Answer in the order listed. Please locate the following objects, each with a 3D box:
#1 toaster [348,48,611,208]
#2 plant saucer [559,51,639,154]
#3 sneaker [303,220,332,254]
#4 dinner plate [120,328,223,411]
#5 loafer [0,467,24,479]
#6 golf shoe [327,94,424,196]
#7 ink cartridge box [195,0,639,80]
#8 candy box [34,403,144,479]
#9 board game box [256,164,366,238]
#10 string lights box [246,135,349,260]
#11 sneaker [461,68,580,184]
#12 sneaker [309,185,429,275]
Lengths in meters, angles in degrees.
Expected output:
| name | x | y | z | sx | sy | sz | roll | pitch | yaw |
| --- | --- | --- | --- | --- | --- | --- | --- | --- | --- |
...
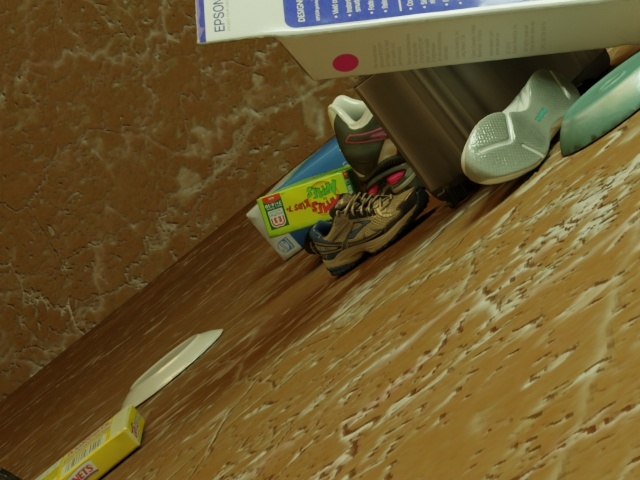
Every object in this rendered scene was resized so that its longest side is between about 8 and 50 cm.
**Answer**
| name | x | y | z | sx | sy | sz | roll | pitch | yaw |
| --- | --- | --- | --- | --- | --- | --- | --- | --- | --- |
| toaster | 0.124 | -0.139 | 1.475 | 0.227 | 0.146 | 0.129 | -42 | 5 | -31 |
| plant saucer | 0.213 | -0.106 | 1.250 | 0.119 | 0.021 | 0.119 | -39 | 4 | 4 |
| sneaker | 0.000 | 0.000 | 1.794 | 0.035 | 0.031 | 0.083 | -43 | 6 | -30 |
| dinner plate | -0.162 | 0.135 | 1.873 | 0.141 | 0.017 | 0.141 | -38 | 6 | 5 |
| loafer | -0.292 | 0.217 | 1.485 | 0.080 | 0.078 | 0.220 | -44 | 19 | -14 |
| golf shoe | 0.112 | -0.131 | 1.668 | 0.273 | 0.120 | 0.105 | -33 | 6 | 41 |
| ink cartridge box | 0.086 | -0.218 | 1.390 | 0.371 | 0.175 | 0.069 | -5 | -39 | -1 |
| candy box | -0.244 | 0.227 | 1.566 | 0.206 | 0.027 | 0.105 | -39 | 5 | 1 |
| board game box | 0.006 | -0.046 | 1.818 | 0.092 | 0.043 | 0.181 | -17 | 4 | 15 |
| string lights box | 0.045 | -0.092 | 2.026 | 0.260 | 0.076 | 0.133 | -36 | 7 | 36 |
| sneaker | 0.147 | -0.073 | 1.329 | 0.152 | 0.054 | 0.061 | -41 | -11 | -48 |
| sneaker | 0.037 | -0.018 | 1.534 | 0.135 | 0.058 | 0.052 | -34 | 7 | 41 |
